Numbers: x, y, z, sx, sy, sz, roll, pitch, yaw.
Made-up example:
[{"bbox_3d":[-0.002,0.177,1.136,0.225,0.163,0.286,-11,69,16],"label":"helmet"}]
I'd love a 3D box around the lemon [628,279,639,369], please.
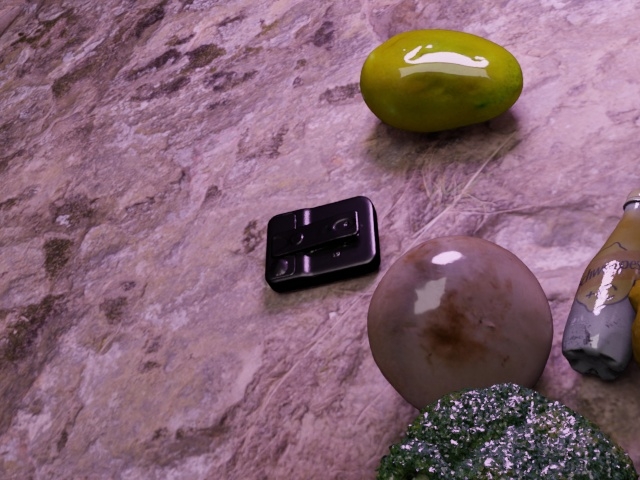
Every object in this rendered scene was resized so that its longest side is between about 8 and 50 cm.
[{"bbox_3d":[0.436,0.113,0.659,0.184,0.184,0.248,-43,62,-9],"label":"lemon"}]

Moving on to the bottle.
[{"bbox_3d":[0.373,0.043,0.809,0.083,0.083,0.270,10,56,31],"label":"bottle"}]

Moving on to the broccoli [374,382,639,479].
[{"bbox_3d":[0.193,0.269,0.640,0.261,0.269,0.242,40,113,20],"label":"broccoli"}]

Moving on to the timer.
[{"bbox_3d":[0.000,0.000,1.039,0.187,0.055,0.144,-14,50,16],"label":"timer"}]

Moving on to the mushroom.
[{"bbox_3d":[0.168,0.107,0.800,0.226,0.178,0.227,2,82,-12],"label":"mushroom"}]

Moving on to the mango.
[{"bbox_3d":[0.201,-0.272,1.090,0.272,0.149,0.186,0,48,19],"label":"mango"}]
